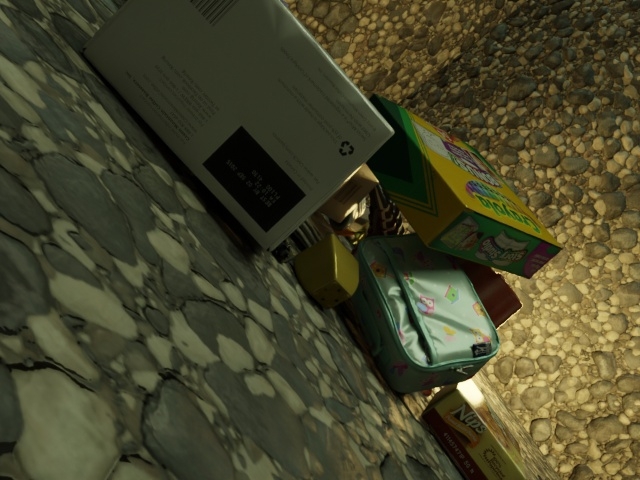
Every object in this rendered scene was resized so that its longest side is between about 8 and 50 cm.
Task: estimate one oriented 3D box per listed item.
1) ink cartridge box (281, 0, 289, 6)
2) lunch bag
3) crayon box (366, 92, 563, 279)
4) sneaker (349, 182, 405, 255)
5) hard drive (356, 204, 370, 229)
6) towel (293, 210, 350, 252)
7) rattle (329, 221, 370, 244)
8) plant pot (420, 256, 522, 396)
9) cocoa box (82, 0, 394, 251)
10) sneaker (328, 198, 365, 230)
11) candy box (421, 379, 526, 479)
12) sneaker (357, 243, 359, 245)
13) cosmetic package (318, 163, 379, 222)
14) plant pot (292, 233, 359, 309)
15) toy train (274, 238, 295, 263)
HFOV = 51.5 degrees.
[{"bbox_3d":[-0.252,-0.636,1.587,0.395,0.270,0.151,31,20,-27],"label":"ink cartridge box"},{"bbox_3d":[0.167,0.120,1.143,0.223,0.108,0.279,-1,53,-33],"label":"lunch bag"},{"bbox_3d":[0.256,-0.095,1.256,0.362,0.106,0.313,15,34,-45],"label":"crayon box"},{"bbox_3d":[0.108,-0.004,1.500,0.106,0.162,0.282,-52,126,-65],"label":"sneaker"},{"bbox_3d":[0.145,-0.063,2.105,0.210,0.040,0.318,20,-5,22],"label":"hard drive"},{"bbox_3d":[0.000,0.000,1.330,0.187,0.049,0.282,55,7,11],"label":"towel"},{"bbox_3d":[0.090,0.058,1.673,0.130,0.142,0.200,-127,-148,-65],"label":"rattle"},{"bbox_3d":[0.249,0.132,1.371,0.272,0.265,0.272,51,8,-10],"label":"plant pot"},{"bbox_3d":[-0.094,-0.198,0.917,0.347,0.231,0.228,47,10,-3],"label":"cocoa box"},{"bbox_3d":[0.043,-0.143,1.563,0.108,0.100,0.272,-56,141,-45],"label":"sneaker"},{"bbox_3d":[0.291,0.358,1.251,0.183,0.087,0.316,54,7,13],"label":"candy box"},{"bbox_3d":[0.162,0.026,2.015,0.121,0.111,0.300,42,2,2],"label":"sneaker"},{"bbox_3d":[-0.059,-0.223,1.406,0.365,0.155,0.197,47,8,21],"label":"cosmetic package"},{"bbox_3d":[0.013,0.058,1.035,0.081,0.081,0.083,47,20,-35],"label":"plant pot"},{"bbox_3d":[-0.070,-0.011,1.049,0.036,0.027,0.158,60,1,-36],"label":"toy train"}]
